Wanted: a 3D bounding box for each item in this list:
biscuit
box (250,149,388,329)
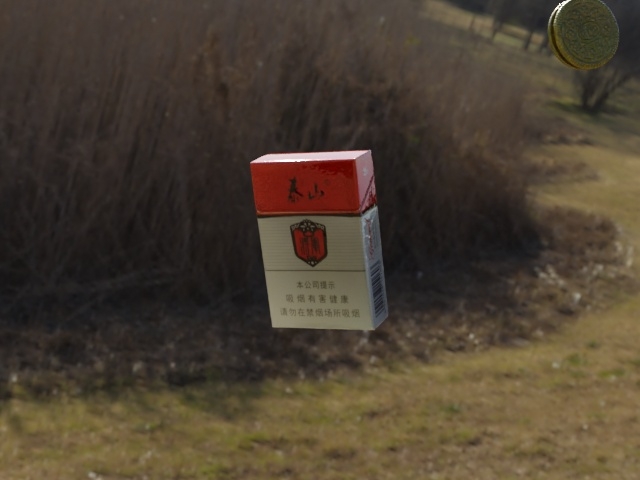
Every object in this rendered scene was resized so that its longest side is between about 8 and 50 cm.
[{"bbox_3d":[0.295,-0.232,1.231,0.084,0.084,0.023,13,-8,-19],"label":"biscuit"},{"bbox_3d":[0.000,0.000,0.952,0.100,0.152,0.048,-1,18,22],"label":"box"}]
